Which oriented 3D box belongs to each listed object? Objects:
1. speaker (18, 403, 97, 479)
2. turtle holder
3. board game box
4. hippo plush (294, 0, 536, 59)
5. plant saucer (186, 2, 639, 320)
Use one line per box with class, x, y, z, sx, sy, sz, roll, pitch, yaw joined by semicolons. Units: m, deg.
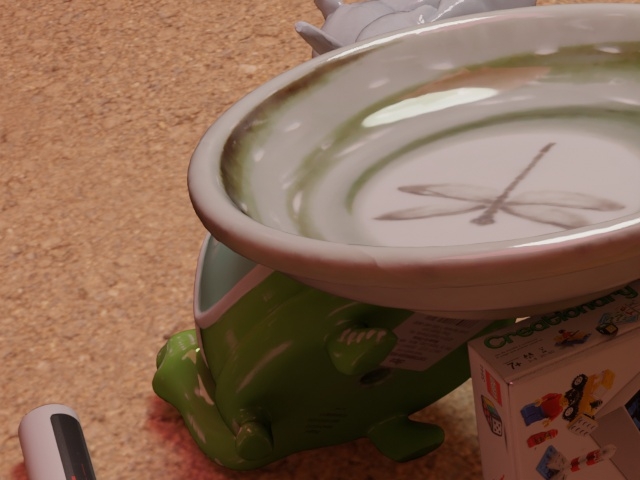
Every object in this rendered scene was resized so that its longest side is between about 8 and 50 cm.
speaker;-0.211;0.199;1.112;0.055;0.055;0.136;-17;40;-11
turtle holder;0.009;0.057;1.102;0.243;0.320;0.227;-8;58;-23
board game box;0.205;0.164;0.888;0.192;0.305;0.053;-20;33;-15
hippo plush;0.095;-0.163;1.426;0.294;0.234;0.236;-23;16;-18
plant saucer;0.118;-0.044;0.875;0.400;0.101;0.400;-9;27;5
